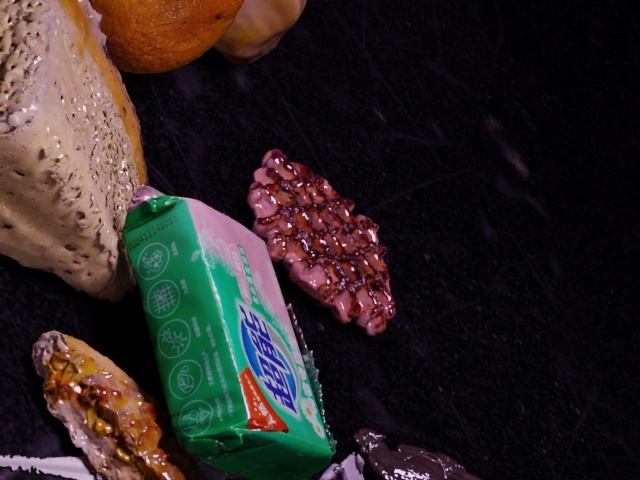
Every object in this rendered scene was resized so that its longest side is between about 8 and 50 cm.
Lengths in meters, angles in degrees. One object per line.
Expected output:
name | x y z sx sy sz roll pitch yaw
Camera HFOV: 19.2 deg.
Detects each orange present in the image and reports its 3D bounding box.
orange | -0.205 -0.323 2.119 0.264 0.264 0.264 34 33 -26

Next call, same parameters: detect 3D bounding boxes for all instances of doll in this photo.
doll | 0.108 0.260 2.076 0.165 0.057 0.139 39 18 10

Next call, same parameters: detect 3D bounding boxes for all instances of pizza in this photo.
pizza | -0.175 0.181 1.782 0.246 0.058 0.127 54 27 9

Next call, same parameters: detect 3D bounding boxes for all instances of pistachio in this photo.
pistachio | -0.130 -0.340 2.302 0.260 0.212 0.163 43 52 5

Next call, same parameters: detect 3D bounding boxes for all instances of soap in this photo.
soap | -0.096 0.099 1.841 0.218 0.098 0.273 25 39 -52

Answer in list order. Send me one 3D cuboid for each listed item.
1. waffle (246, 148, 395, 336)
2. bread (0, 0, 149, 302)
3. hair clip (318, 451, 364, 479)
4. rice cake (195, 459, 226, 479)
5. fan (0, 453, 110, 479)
waffle | 0.000 0.000 2.237 0.234 0.055 0.221 36 31 -33
bread | -0.326 -0.083 1.876 0.315 0.279 0.248 83 1 -47
hair clip | 0.064 0.306 1.984 0.172 0.049 0.116 53 34 -1
rice cake | -0.089 0.163 1.941 0.045 0.042 0.245 47 29 -18
fan | -0.329 0.186 1.618 0.415 0.012 0.233 8 50 -50
